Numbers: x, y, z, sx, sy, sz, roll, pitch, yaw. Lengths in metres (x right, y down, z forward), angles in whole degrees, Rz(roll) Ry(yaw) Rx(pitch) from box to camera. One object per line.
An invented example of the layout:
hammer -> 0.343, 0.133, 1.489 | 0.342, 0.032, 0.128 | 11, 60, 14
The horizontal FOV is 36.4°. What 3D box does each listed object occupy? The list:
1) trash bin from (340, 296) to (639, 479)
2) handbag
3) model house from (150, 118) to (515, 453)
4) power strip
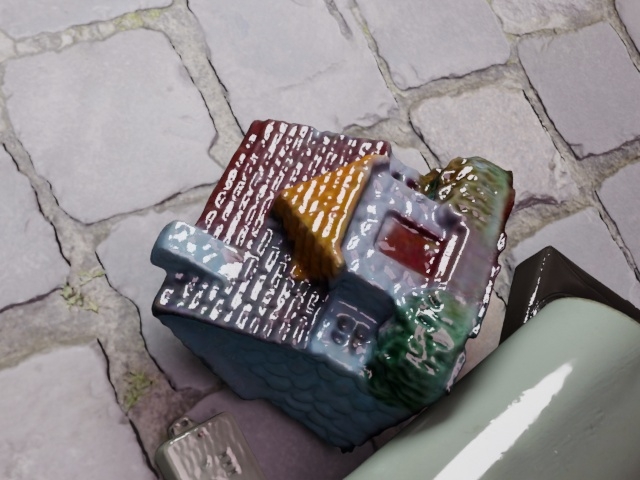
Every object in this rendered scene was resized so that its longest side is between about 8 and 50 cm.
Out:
trash bin -> 0.202, 0.285, 1.076 | 0.432, 0.280, 0.280 | -39, 89, -24
handbag -> 0.367, 0.178, 1.380 | 0.257, 0.113, 0.285 | 29, 59, -20
model house -> 0.000, 0.000, 1.164 | 0.339, 0.297, 0.360 | 30, 57, -9
power strip -> -0.079, 0.351, 1.117 | 0.098, 0.058, 0.338 | -25, 82, -32
